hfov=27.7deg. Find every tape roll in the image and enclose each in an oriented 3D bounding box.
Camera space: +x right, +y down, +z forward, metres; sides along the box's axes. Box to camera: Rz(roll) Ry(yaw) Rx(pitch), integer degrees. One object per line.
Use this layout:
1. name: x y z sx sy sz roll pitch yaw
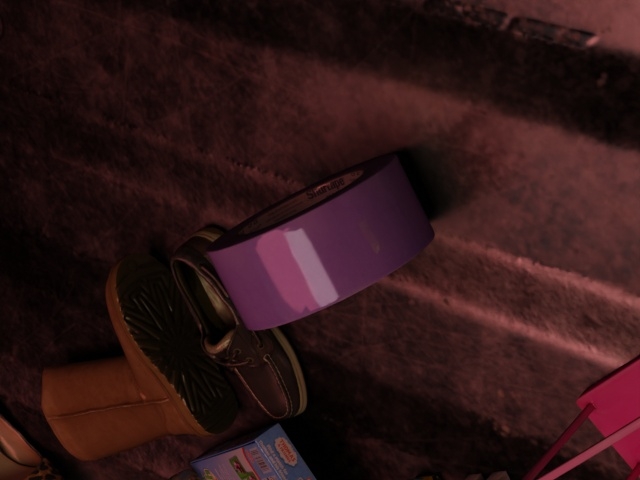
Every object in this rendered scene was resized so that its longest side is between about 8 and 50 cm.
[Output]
1. tape roll: 0.000 0.000 1.145 0.189 0.189 0.080 -18 103 44

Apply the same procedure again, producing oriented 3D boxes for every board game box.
1. board game box: -0.054 0.288 1.422 0.160 0.039 0.211 56 150 -1

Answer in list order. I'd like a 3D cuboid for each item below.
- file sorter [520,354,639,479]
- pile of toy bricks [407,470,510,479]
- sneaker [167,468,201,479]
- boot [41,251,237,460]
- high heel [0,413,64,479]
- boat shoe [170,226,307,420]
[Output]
1. file sorter: 0.327 0.231 1.014 0.290 0.182 0.202 50 134 5
2. pile of toy bricks: 0.101 0.304 1.295 0.212 0.105 0.118 -18 102 44
3. sneaker: -0.133 0.416 1.528 0.121 0.108 0.302 -21 102 19
4. boot: -0.244 0.146 1.501 0.269 0.089 0.236 -15 104 45
5. high heel: -0.432 0.259 1.710 0.261 0.093 0.186 17 130 43
6. boat shoe: -0.092 0.097 1.357 0.080 0.073 0.223 -18 102 44
